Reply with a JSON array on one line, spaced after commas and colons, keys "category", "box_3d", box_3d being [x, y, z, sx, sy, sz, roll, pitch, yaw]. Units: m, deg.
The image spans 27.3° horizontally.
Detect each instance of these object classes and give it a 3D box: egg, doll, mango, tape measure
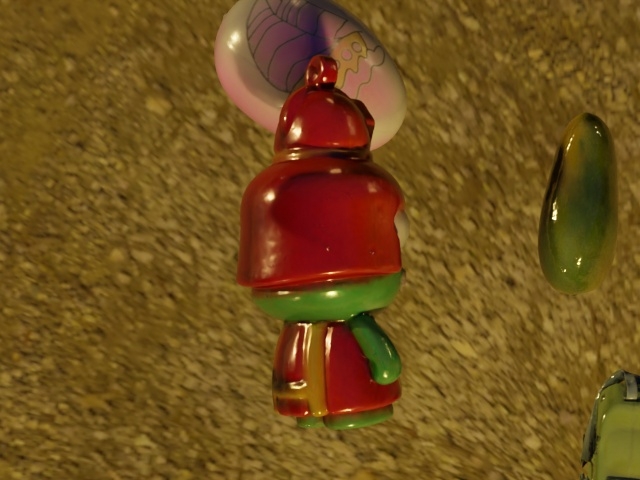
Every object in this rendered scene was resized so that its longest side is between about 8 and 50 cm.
[{"category": "egg", "box_3d": [-0.013, -0.220, 1.729, 0.271, 0.196, 0.196, 38, 88, 21]}, {"category": "doll", "box_3d": [0.001, 0.000, 1.279, 0.160, 0.182, 0.363, 3, 86, -28]}, {"category": "mango", "box_3d": [0.283, -0.035, 1.413, 0.085, 0.122, 0.191, 9, 79, 22]}, {"category": "tape measure", "box_3d": [0.326, 0.231, 1.420, 0.087, 0.154, 0.178, 6, 81, 10]}]
